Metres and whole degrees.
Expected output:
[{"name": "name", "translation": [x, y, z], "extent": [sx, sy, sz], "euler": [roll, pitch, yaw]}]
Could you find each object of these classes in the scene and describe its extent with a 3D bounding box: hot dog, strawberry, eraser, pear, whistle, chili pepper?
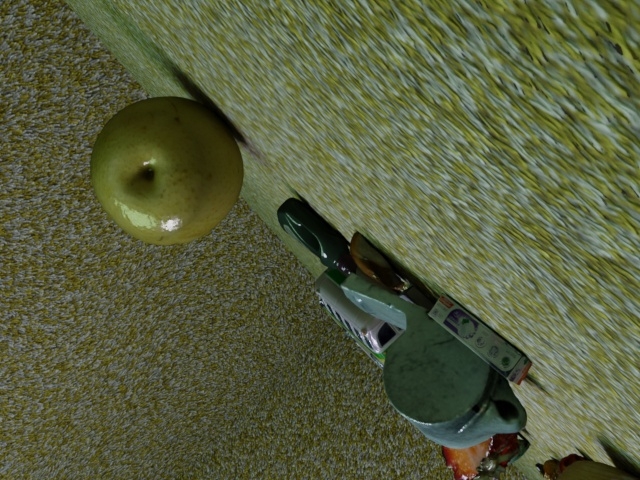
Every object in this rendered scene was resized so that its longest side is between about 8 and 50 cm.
[{"name": "hot dog", "translation": [0.579, 0.574, 2.199], "extent": [0.072, 0.055, 0.188], "euler": [46, 176, 2]}, {"name": "strawberry", "translation": [0.393, 0.475, 2.304], "extent": [0.280, 0.150, 0.253], "euler": [45, 137, 52]}, {"name": "eraser", "translation": [0.202, 0.133, 1.761], "extent": [0.104, 0.023, 0.150], "euler": [42, 175, 3]}, {"name": "pear", "translation": [-0.339, -0.156, 2.030], "extent": [0.348, 0.348, 0.348], "euler": [44, 175, 4]}, {"name": "whistle", "translation": [0.193, 0.192, 1.607], "extent": [0.168, 0.188, 0.405], "euler": [48, -167, -55]}, {"name": "chili pepper", "translation": [0.527, 0.494, 1.758], "extent": [0.084, 0.086, 0.192], "euler": [-8, 123, 48]}]

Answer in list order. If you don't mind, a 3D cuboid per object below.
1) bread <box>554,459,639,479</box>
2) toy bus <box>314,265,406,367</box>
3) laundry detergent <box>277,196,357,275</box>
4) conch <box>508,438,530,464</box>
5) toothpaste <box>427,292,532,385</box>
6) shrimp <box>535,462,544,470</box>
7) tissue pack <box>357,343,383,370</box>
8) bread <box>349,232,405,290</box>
[{"name": "bread", "translation": [0.482, 0.476, 1.456], "extent": [0.156, 0.204, 0.288], "euler": [14, 157, 45]}, {"name": "toy bus", "translation": [0.109, 0.160, 2.104], "extent": [0.179, 0.143, 0.305], "euler": [51, 173, -34]}, {"name": "laundry detergent", "translation": [0.000, 0.000, 2.032], "extent": [0.221, 0.078, 0.144], "euler": [42, 172, 34]}, {"name": "conch", "translation": [0.458, 0.525, 2.451], "extent": [0.188, 0.122, 0.176], "euler": [47, -159, 15]}, {"name": "toothpaste", "translation": [0.249, 0.152, 1.432], "extent": [0.040, 0.047, 0.196], "euler": [29, -173, -44]}, {"name": "shrimp", "translation": [0.630, 0.623, 2.283], "extent": [0.195, 0.035, 0.148], "euler": [37, 177, 8]}, {"name": "tissue pack", "translation": [0.231, 0.322, 2.512], "extent": [0.246, 0.136, 0.159], "euler": [48, 175, -41]}, {"name": "bread", "translation": [0.103, 0.045, 1.757], "extent": [0.126, 0.044, 0.129], "euler": [40, 170, 36]}]
